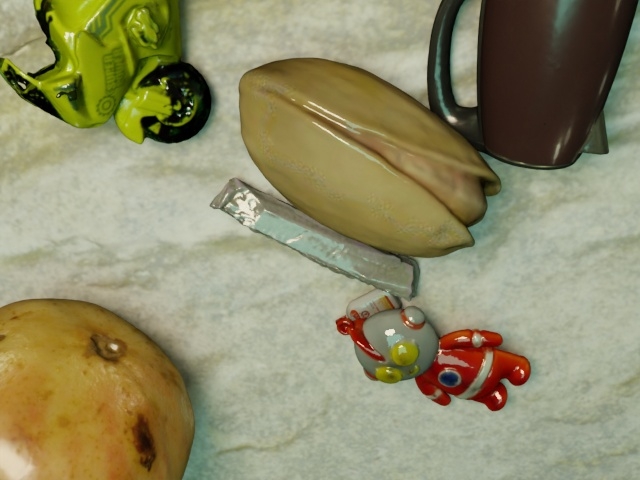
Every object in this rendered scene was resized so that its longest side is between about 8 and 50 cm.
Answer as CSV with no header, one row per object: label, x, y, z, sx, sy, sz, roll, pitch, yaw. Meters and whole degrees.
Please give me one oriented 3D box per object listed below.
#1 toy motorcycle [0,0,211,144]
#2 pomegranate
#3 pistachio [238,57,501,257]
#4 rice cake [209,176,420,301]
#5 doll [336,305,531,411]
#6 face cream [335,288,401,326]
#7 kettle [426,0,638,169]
toy motorcycle,-0.228,-0.253,0.787,0.206,0.142,0.342,-19,116,-30
pomegranate,-0.310,0.246,0.917,0.343,0.342,0.342,1,113,3
pistachio,0.043,-0.088,0.818,0.293,0.181,0.162,34,84,-2
rice cake,0.000,0.000,0.926,0.270,0.049,0.055,24,91,-6
doll,0.132,0.141,0.959,0.245,0.076,0.142,20,125,-16
face cream,0.057,0.086,0.974,0.083,0.021,0.040,-29,111,15
kettle,0.206,-0.190,0.790,0.202,0.144,0.232,14,118,18
